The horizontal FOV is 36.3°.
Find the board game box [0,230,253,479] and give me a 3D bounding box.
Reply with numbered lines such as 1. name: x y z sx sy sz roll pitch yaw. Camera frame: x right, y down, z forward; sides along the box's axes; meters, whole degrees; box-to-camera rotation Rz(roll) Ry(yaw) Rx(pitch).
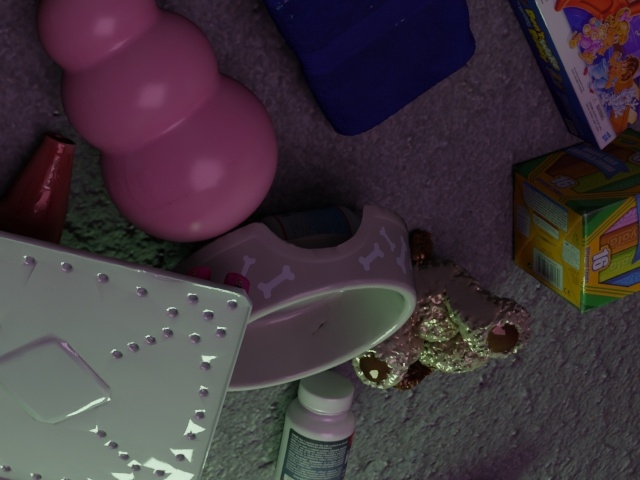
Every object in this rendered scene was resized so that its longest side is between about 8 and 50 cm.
1. board game box: -0.304 0.147 1.122 0.390 0.050 0.390 14 126 -6

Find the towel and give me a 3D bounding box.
1. towel: 0.063 -0.274 1.174 0.227 0.076 0.308 -33 148 0

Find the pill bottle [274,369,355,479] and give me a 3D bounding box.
1. pill bottle: -0.005 0.291 1.465 0.108 0.108 0.180 -2 116 -27

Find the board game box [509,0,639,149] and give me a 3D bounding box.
1. board game box: 0.401 -0.332 1.364 0.233 0.078 0.347 -40 126 -4

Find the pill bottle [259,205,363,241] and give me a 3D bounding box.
1. pill bottle: 0.000 0.000 1.325 0.160 0.087 0.087 -9 119 -23

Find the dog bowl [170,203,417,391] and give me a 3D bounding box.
1. dog bowl: -0.035 0.086 1.245 0.348 0.102 0.349 -17 155 -8

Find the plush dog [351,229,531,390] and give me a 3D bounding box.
1. plush dog: 0.185 0.125 1.460 0.262 0.211 0.225 -17 142 14

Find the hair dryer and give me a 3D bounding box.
1. hair dryer: -0.399 -0.024 1.109 0.293 0.080 0.223 -33 125 -9

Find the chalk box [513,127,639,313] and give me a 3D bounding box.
1. chalk box: 0.461 -0.046 1.487 0.289 0.180 0.179 -20 123 -19

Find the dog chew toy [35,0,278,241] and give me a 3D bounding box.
1. dog chew toy: -0.189 -0.159 1.081 0.206 0.206 0.332 -36 119 -6
